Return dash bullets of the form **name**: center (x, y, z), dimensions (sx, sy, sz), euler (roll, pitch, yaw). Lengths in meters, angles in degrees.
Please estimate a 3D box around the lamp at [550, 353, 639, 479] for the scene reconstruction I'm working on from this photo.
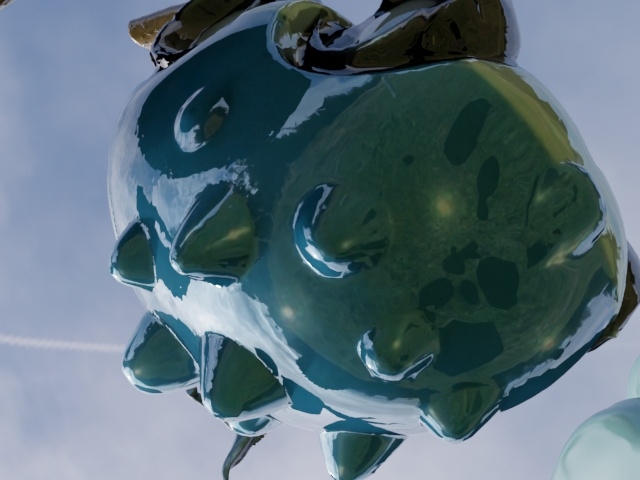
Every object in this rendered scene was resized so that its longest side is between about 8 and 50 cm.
- **lamp**: center (0.208, 0.207, 0.780), dimensions (0.147, 0.284, 0.209), euler (6, -59, 0)

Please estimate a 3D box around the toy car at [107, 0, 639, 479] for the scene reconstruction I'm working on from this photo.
- **toy car**: center (0.000, 0.000, 0.597), dimensions (0.190, 0.255, 0.188), euler (-46, -59, -23)

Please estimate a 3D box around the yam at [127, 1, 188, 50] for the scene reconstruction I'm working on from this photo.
- **yam**: center (-0.085, -0.180, 1.117), dimensions (0.145, 0.032, 0.032), euler (-12, -78, 22)

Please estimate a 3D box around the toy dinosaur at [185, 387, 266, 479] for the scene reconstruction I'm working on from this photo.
- **toy dinosaur**: center (-0.074, 0.130, 1.185), dimensions (0.045, 0.197, 0.080), euler (-32, -48, 30)

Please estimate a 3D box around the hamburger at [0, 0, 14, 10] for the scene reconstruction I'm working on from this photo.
- **hamburger**: center (-0.235, -0.218, 0.626), dimensions (0.300, 0.176, 0.300), euler (-6, -81, -42)
